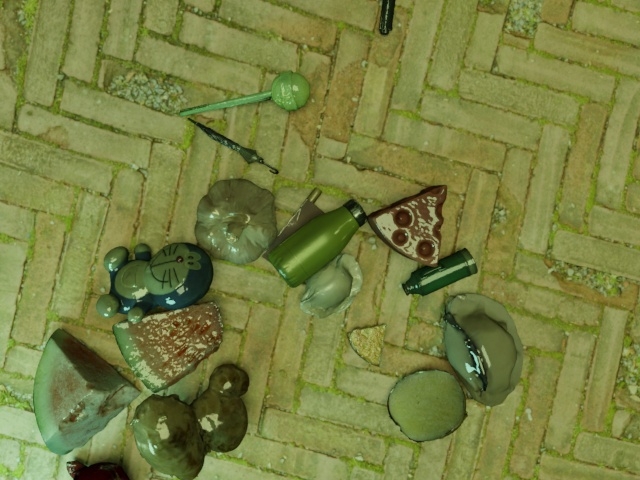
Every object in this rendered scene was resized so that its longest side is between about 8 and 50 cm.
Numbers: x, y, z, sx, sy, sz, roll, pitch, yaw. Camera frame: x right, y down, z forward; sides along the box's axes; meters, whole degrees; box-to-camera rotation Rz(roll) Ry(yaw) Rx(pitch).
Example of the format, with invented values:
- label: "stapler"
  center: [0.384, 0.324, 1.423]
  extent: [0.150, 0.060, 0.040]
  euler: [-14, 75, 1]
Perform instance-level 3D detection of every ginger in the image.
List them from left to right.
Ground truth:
- label: "ginger"
  center: [-0.291, 0.440, 1.414]
  extent: [0.304, 0.155, 0.245]
  euler: [-25, 104, -32]

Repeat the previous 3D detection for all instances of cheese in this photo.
- label: "cheese"
  center: [0.242, -0.020, 1.456]
  extent: [0.203, 0.128, 0.177]
  euler: [-24, 96, -6]

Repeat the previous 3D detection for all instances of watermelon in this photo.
- label: "watermelon"
  center: [-0.598, 0.378, 1.433]
  extent: [0.231, 0.193, 0.310]
  euler: [3, 80, 16]
- label: "watermelon"
  center: [-0.357, 0.241, 1.442]
  extent: [0.256, 0.140, 0.193]
  euler: [-25, 89, -11]

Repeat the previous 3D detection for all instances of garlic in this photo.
- label: "garlic"
  center: [-0.199, -0.041, 1.384]
  extent: [0.218, 0.212, 0.219]
  euler: [-1, 99, -5]

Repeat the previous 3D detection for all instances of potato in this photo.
- label: "potato"
  center: [0.286, 0.430, 1.477]
  extent: [0.202, 0.117, 0.182]
  euler: [-25, 50, 22]

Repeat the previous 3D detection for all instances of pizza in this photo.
- label: "pizza"
  center: [0.136, 0.260, 1.509]
  extent: [0.108, 0.026, 0.123]
  euler: [-43, 92, -3]

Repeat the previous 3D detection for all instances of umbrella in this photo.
- label: "umbrella"
  center: [-0.217, -0.237, 1.465]
  extent: [0.269, 0.044, 0.044]
  euler: [32, 117, 5]
- label: "umbrella"
  center: [0.171, -0.584, 1.463]
  extent: [0.036, 0.031, 0.133]
  euler: [8, 93, -2]

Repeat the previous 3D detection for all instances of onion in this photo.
- label: "onion"
  center: [-0.553, 0.616, 1.452]
  extent: [0.198, 0.135, 0.173]
  euler: [43, 111, 33]

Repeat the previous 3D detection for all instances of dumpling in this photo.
- label: "dumpling"
  center: [0.030, 0.122, 1.463]
  extent: [0.188, 0.108, 0.127]
  euler: [-45, 123, -14]
- label: "dumpling"
  center: [0.422, 0.268, 1.462]
  extent: [0.204, 0.163, 0.293]
  euler: [-15, 82, 2]

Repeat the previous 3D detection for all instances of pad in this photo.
- label: "pad"
  center: [-0.050, 0.000, 1.480]
  extent: [0.113, 0.006, 0.188]
  euler: [39, 90, -19]

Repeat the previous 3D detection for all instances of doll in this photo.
- label: "doll"
  center: [-0.388, 0.095, 1.400]
  extent: [0.258, 0.228, 0.154]
  euler: [-17, 138, 10]

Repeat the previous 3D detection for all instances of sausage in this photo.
- label: "sausage"
  center: [-0.043, -0.078, 1.481]
  extent: [0.024, 0.024, 0.132]
  euler: [37, 90, -4]

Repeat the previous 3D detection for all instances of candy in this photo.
- label: "candy"
  center: [-0.190, -0.347, 1.445]
  extent: [0.335, 0.093, 0.092]
  euler: [-11, 51, 6]

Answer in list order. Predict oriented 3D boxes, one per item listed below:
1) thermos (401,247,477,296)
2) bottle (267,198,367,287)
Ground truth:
- label: "thermos"
  center: [0.300, 0.090, 1.480]
  extent: [0.187, 0.083, 0.073]
  euler: [-25, 97, 0]
- label: "bottle"
  center: [0.000, 0.000, 1.432]
  extent: [0.260, 0.112, 0.112]
  euler: [-38, 94, -6]
